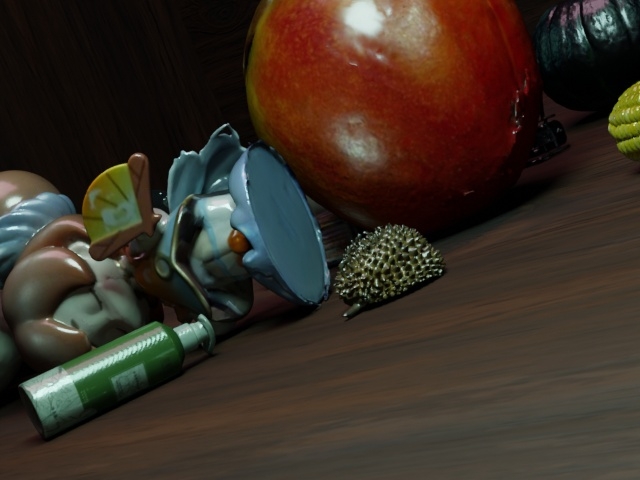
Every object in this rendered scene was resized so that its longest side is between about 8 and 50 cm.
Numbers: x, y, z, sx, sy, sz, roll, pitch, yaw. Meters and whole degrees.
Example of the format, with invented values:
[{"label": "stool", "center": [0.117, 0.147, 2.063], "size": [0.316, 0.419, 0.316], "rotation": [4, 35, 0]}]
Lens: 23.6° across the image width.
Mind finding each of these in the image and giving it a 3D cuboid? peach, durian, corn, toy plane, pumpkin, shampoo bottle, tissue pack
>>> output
[{"label": "peach", "center": [0.097, -0.184, 1.790], "size": [0.370, 0.370, 0.370], "rotation": [-22, 7, 3]}, {"label": "durian", "center": [0.056, 0.024, 1.516], "size": [0.110, 0.071, 0.140], "rotation": [-16, 14, 47]}, {"label": "corn", "center": [0.387, -0.130, 1.530], "size": [0.093, 0.093, 0.244], "rotation": [-26, 8, -27]}, {"label": "toy plane", "center": [0.262, -0.118, 2.046], "size": [0.197, 0.053, 0.078], "rotation": [-25, -1, -24]}, {"label": "pumpkin", "center": [0.414, -0.314, 2.221], "size": [0.248, 0.248, 0.248], "rotation": [-22, 7, 3]}, {"label": "shampoo bottle", "center": [-0.200, 0.131, 1.549], "size": [0.204, 0.065, 0.065], "rotation": [-25, 7, -22]}, {"label": "tissue pack", "center": [0.000, 0.000, 1.910], "size": [0.148, 0.060, 0.108], "rotation": [-18, 7, 28]}]

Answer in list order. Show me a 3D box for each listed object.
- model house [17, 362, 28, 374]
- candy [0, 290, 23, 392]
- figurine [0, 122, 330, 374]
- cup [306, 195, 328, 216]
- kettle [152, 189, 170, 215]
[{"label": "model house", "center": [-0.380, 0.136, 2.059], "size": [0.100, 0.087, 0.100], "rotation": [0, -26, 1]}, {"label": "candy", "center": [-0.490, 0.144, 1.880], "size": [0.295, 0.185, 0.295], "rotation": [-10, 6, 1]}, {"label": "figurine", "center": [-0.204, 0.021, 1.704], "size": [0.388, 0.276, 0.248], "rotation": [-23, 30, 19]}, {"label": "cup", "center": [0.042, -0.130, 2.386], "size": [0.200, 0.191, 0.253], "rotation": [-27, -22, -6]}, {"label": "kettle", "center": [-0.308, 0.019, 2.579], "size": [0.202, 0.144, 0.232], "rotation": [-57, 9, -13]}]
